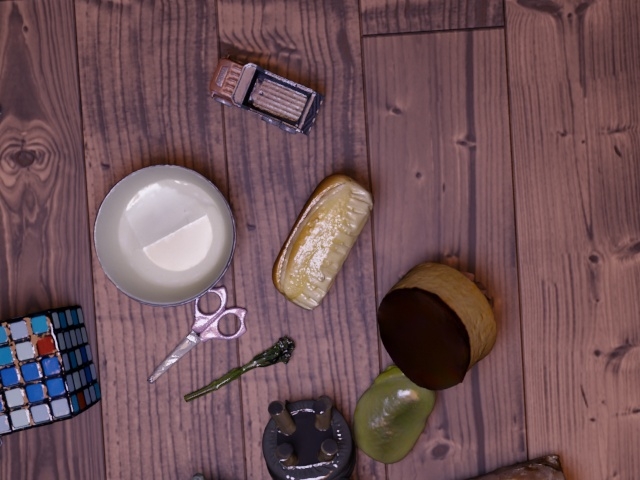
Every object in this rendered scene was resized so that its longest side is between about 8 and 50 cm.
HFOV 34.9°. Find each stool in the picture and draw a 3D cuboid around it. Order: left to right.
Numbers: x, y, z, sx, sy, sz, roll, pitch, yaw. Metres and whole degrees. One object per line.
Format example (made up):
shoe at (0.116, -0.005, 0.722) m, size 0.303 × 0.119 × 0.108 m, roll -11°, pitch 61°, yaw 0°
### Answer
stool at (-0.003, 0.351, 1.695) m, size 0.228 × 0.139 × 0.153 m, roll 34°, pitch 66°, yaw 24°

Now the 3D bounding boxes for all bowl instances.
bowl at (-0.254, -0.011, 1.726) m, size 0.237 × 0.126 × 0.238 m, roll 0°, pitch 92°, yaw 2°

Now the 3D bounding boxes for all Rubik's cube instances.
Rubik's cube at (-0.493, 0.217, 1.713) m, size 0.182 × 0.187 × 0.184 m, roll -14°, pitch 89°, yaw 3°

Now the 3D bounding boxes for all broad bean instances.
broad bean at (0.126, 0.296, 1.749) m, size 0.124 × 0.082 × 0.174 m, roll 35°, pitch 92°, yaw 3°

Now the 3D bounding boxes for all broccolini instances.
broccolini at (-0.143, 0.227, 1.782) m, size 0.218 × 0.044 × 0.042 m, roll -24°, pitch 106°, yaw 7°

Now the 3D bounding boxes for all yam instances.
yam at (0.314, 0.455, 1.732) m, size 0.238 × 0.129 × 0.128 m, roll -17°, pitch 56°, yaw 1°

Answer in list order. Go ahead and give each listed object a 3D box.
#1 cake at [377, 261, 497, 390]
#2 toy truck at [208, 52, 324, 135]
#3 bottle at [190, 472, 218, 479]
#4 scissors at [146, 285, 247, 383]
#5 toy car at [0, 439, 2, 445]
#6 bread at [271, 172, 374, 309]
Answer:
cake at (0.216, 0.131, 1.704) m, size 0.178 × 0.185 × 0.208 m, roll -23°, pitch 66°, yaw -38°
toy truck at (-0.094, -0.247, 1.731) m, size 0.192 × 0.092 × 0.083 m, roll 23°, pitch 93°, yaw 1°
bottle at (-0.112, 0.525, 1.707) m, size 0.351 × 0.229 × 0.229 m, roll 33°, pitch 92°, yaw 4°
scissors at (-0.225, 0.175, 1.784) m, size 0.212 × 0.021 × 0.110 m, roll -44°, pitch 94°, yaw 2°
toy car at (-0.617, 0.322, 1.775) m, size 0.080 × 0.070 × 0.171 m, roll -30°, pitch 89°, yaw 2°
bread at (0.000, 0.000, 1.714) m, size 0.106 × 0.140 × 0.236 m, roll 28°, pitch 92°, yaw -3°
